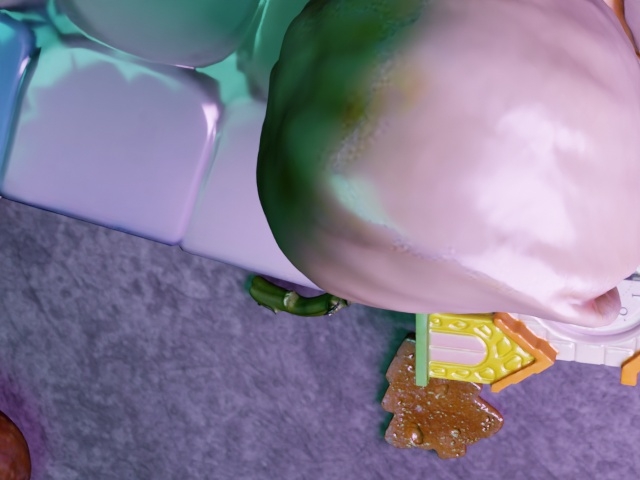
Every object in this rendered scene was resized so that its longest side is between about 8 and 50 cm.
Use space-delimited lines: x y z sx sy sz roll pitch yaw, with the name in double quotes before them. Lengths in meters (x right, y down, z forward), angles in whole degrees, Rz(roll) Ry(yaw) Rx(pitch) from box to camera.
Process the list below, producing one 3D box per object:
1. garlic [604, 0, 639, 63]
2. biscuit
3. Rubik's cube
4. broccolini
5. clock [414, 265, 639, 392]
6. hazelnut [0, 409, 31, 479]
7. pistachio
"garlic" 0.256 -0.246 0.781 0.249 0.286 0.313 -2 128 -28
"biscuit" 0.104 0.142 1.085 0.119 0.019 0.130 -12 108 24
"Rubik's cube" -0.087 -0.226 0.766 0.346 0.344 0.347 18 119 -10
"broccolini" -0.004 0.003 0.990 0.271 0.062 0.123 -22 79 57
"clock" 0.209 0.011 0.943 0.255 0.106 0.220 5 114 17
"hazelnut" -0.416 0.261 1.214 0.234 0.218 0.218 -29 100 27
"pistachio" 0.082 -0.044 0.560 0.197 0.288 0.166 48 118 24
